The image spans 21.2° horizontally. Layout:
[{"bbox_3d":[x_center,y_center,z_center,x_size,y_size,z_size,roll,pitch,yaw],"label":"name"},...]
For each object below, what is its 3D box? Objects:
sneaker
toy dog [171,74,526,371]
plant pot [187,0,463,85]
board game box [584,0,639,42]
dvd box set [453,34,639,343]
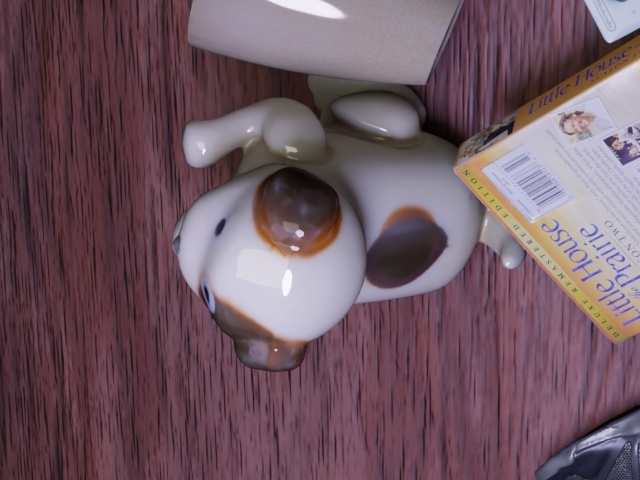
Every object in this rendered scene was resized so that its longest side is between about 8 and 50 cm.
[{"bbox_3d":[0.366,0.274,2.034,0.227,0.087,0.130,-29,83,28],"label":"sneaker"},{"bbox_3d":[0.000,0.000,1.968,0.395,0.408,0.284,33,119,18],"label":"toy dog"},{"bbox_3d":[0.023,-0.292,1.987,0.274,0.256,0.256,23,117,3],"label":"plant pot"},{"bbox_3d":[0.364,-0.362,1.665,0.303,0.097,0.224,-28,93,13],"label":"board game box"},{"bbox_3d":[0.399,-0.083,1.851,0.420,0.062,0.307,-32,113,34],"label":"dvd box set"}]
